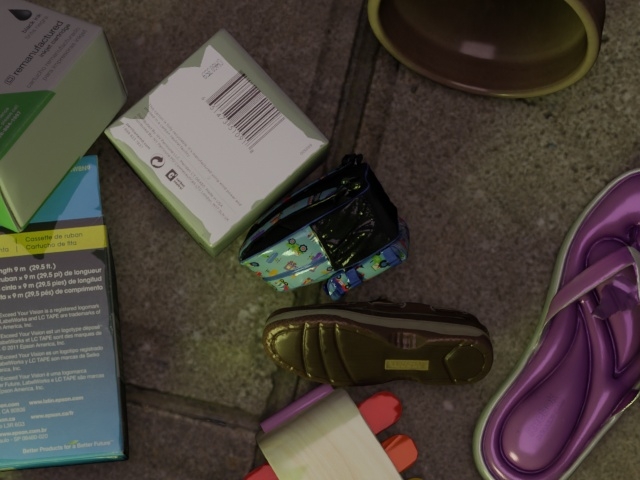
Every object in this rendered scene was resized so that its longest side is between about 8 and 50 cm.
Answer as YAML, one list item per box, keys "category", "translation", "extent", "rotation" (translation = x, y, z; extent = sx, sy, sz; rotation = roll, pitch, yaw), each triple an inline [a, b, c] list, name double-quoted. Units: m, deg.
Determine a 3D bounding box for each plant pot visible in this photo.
- category: "plant pot"
  translation: [0.200, -0.324, 1.811]
  extent: [0.263, 0.263, 0.229]
  rotation: [14, 65, 0]

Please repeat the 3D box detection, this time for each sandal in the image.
- category: "sandal"
  translation: [0.317, 0.108, 1.810]
  extent: [0.169, 0.102, 0.416]
  rotation: [27, 82, 2]

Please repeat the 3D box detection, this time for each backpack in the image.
- category: "backpack"
  translation: [0.000, 0.000, 1.796]
  extent: [0.173, 0.158, 0.117]
  rotation: [-31, 102, 8]

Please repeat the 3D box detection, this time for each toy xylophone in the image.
- category: "toy xylophone"
  translation: [0.027, 0.323, 1.785]
  extent: [0.236, 0.081, 0.323]
  rotation: [-24, 84, -3]

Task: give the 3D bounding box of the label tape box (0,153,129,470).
- category: "label tape box"
  translation: [-0.344, 0.088, 1.795]
  extent: [0.240, 0.106, 0.334]
  rotation: [-5, 80, -2]

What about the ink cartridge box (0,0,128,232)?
- category: "ink cartridge box"
  translation: [-0.391, -0.162, 1.746]
  extent: [0.289, 0.121, 0.211]
  rotation: [21, 60, 23]

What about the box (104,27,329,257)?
- category: "box"
  translation: [-0.115, -0.107, 1.820]
  extent: [0.182, 0.119, 0.181]
  rotation: [-42, 85, -6]

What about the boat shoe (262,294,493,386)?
- category: "boat shoe"
  translation: [0.062, 0.107, 1.816]
  extent: [0.257, 0.095, 0.095]
  rotation: [9, 122, -6]
